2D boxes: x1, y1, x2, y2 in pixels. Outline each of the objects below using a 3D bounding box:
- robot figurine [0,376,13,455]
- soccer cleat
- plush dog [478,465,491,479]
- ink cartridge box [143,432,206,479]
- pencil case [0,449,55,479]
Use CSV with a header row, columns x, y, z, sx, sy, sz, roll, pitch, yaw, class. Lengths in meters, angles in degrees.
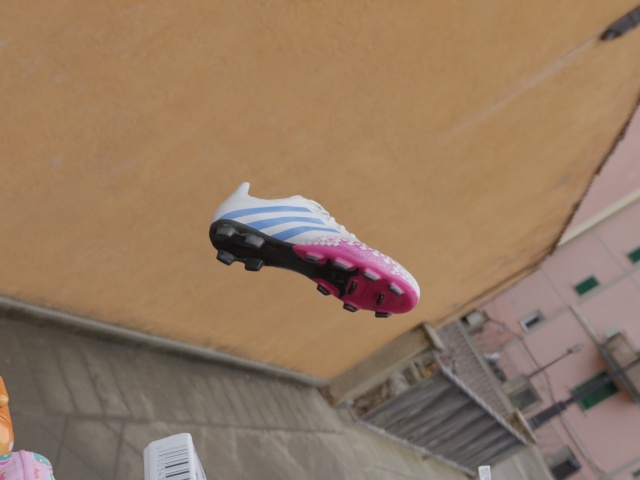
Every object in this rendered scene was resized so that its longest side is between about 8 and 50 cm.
x,y,z,sx,sy,sz,roll,pitch,yaw,class
-0.603,0.320,1.360,0.219,0.158,0.128,49,-24,48,robot figurine
0.000,0.000,1.170,0.116,0.331,0.143,102,10,-50,soccer cleat
0.161,0.443,1.167,0.262,0.225,0.210,62,37,-20,plush dog
-0.081,0.289,0.585,0.206,0.045,0.208,-113,-169,-54,ink cartridge box
-0.422,0.411,1.136,0.124,0.124,0.284,53,-13,-28,pencil case
